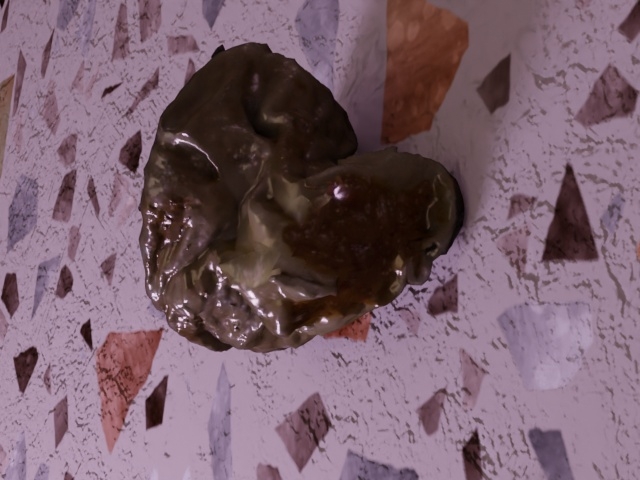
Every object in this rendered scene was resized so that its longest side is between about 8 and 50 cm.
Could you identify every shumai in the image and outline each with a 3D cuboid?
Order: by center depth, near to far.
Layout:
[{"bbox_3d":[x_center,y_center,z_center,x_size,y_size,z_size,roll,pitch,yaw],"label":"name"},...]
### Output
[{"bbox_3d":[0.000,0.000,1.521,0.262,0.267,0.314,23,134,28],"label":"shumai"}]
